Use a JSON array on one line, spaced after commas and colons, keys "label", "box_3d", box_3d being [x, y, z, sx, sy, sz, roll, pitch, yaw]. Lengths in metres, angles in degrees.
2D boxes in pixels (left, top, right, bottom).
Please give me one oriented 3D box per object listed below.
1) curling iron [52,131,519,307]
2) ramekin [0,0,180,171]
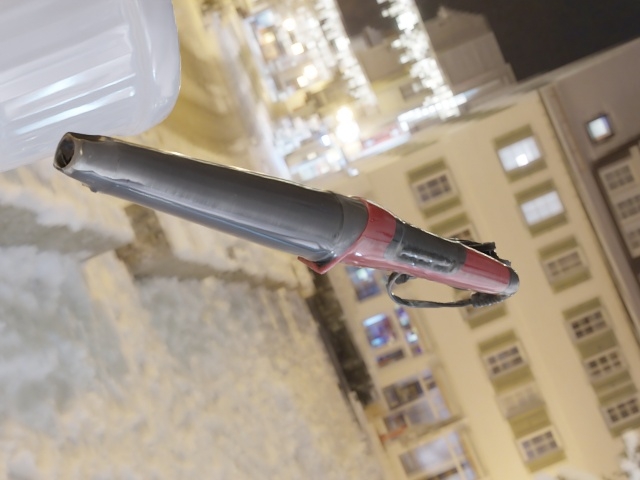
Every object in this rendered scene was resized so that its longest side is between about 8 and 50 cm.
[{"label": "curling iron", "box_3d": [0.000, 0.000, 0.485, 0.274, 0.068, 0.035, 14, 70, -51]}, {"label": "ramekin", "box_3d": [-0.207, -0.161, 0.662, 0.273, 0.127, 0.272, 45, -25, 28]}]
